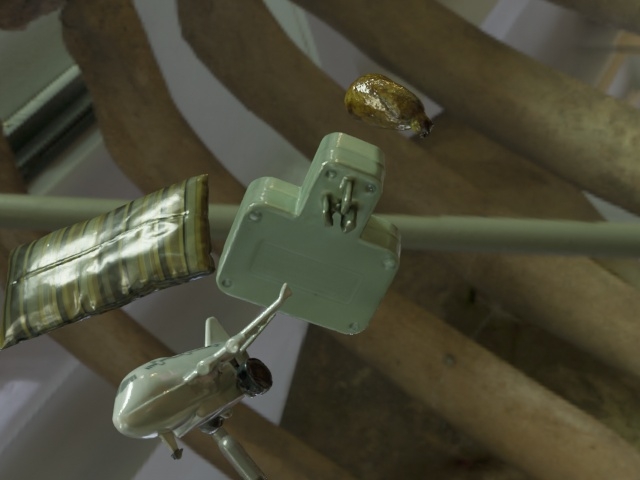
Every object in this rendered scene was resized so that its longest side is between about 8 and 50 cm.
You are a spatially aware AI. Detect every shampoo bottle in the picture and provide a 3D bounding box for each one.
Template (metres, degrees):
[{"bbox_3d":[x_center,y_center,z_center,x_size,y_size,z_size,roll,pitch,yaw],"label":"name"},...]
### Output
[{"bbox_3d":[-0.174,0.442,1.916,0.040,0.165,0.080,-40,-16,-6],"label":"shampoo bottle"}]

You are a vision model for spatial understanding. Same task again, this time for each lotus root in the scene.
[{"bbox_3d":[0.125,-0.236,1.632,0.108,0.191,0.094,-25,-56,-33],"label":"lotus root"}]

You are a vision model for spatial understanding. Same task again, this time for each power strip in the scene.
[{"bbox_3d":[0.000,0.000,1.253,0.141,0.230,0.261,-84,16,-56],"label":"power strip"}]

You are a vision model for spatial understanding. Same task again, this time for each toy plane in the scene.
[{"bbox_3d":[-0.125,0.147,0.938,0.101,0.251,0.255,50,-158,2],"label":"toy plane"}]

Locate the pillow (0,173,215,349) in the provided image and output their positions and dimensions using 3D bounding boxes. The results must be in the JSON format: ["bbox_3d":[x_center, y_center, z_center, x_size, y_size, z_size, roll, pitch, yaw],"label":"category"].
[{"bbox_3d":[-0.183,0.015,0.783,0.038,0.203,0.113,56,-161,-46],"label":"pillow"}]
